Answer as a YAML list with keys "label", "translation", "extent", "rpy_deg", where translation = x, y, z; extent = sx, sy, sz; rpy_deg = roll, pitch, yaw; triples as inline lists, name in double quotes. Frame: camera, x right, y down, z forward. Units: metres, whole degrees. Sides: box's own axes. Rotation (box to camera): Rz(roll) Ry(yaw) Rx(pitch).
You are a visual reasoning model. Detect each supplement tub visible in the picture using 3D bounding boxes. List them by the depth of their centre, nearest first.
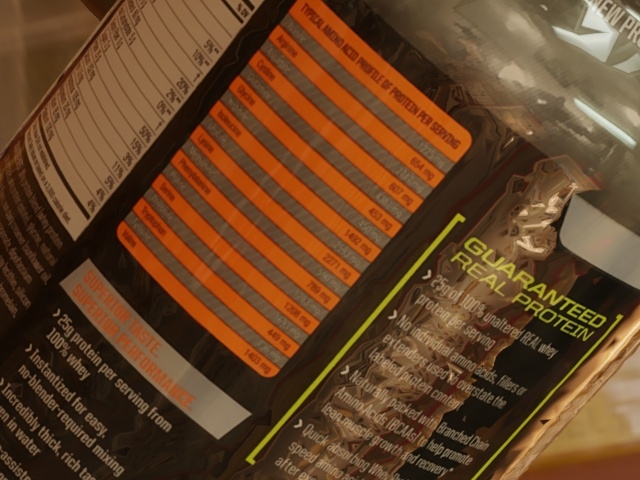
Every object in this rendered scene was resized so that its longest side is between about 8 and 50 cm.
- label: "supplement tub"
  translation: [0.000, 0.000, 0.626]
  extent: [0.207, 0.338, 0.207]
  rpy_deg: [37, 15, -12]

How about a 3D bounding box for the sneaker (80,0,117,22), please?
- label: "sneaker"
  translation: [-0.053, -0.036, 1.021]
  extent: [0.296, 0.147, 0.104]
  rpy_deg: [39, 14, 5]
